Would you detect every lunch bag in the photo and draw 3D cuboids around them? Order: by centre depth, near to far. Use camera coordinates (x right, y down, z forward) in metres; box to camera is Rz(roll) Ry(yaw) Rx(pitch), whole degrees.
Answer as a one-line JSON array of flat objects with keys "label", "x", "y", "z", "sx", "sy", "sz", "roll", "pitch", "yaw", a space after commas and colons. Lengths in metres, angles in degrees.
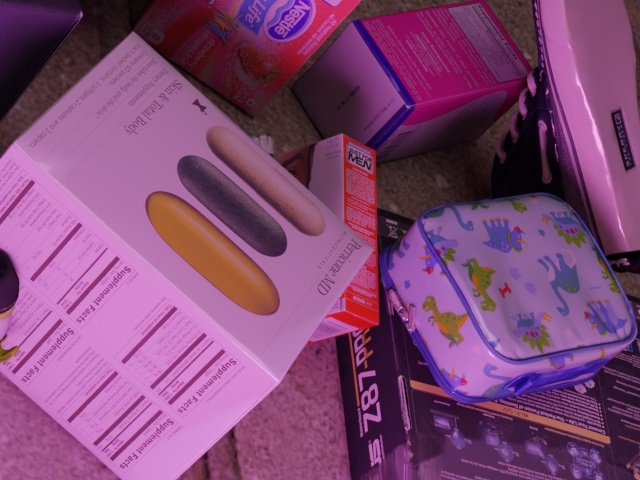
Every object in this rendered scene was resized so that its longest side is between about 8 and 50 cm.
[{"label": "lunch bag", "x": 0.167, "y": 0.053, "z": 1.720, "sx": 0.219, "sy": 0.090, "sz": 0.176, "roll": -8, "pitch": 61, "yaw": -44}]

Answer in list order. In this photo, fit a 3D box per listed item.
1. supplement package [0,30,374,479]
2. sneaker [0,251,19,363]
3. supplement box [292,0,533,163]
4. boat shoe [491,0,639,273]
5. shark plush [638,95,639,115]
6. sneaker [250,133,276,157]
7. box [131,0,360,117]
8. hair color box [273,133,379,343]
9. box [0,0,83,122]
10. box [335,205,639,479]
[{"label": "supplement package", "x": -0.141, "y": 0.020, "z": 1.542, "sx": 0.263, "sy": 0.198, "sz": 0.199, "roll": 42, "pitch": 39, "yaw": -4}, {"label": "sneaker", "x": -0.334, "y": 0.034, "z": 1.456, "sx": 0.235, "sy": 0.097, "sz": 0.084, "roll": 21, "pitch": 31, "yaw": 11}, {"label": "supplement box", "x": 0.099, "y": -0.158, "z": 1.970, "sx": 0.220, "sy": 0.111, "sz": 0.114, "roll": -14, "pitch": 66, "yaw": -47}, {"label": "boat shoe", "x": 0.228, "y": -0.125, "z": 1.940, "sx": 0.127, "sy": 0.158, "sz": 0.340, "roll": -14, "pitch": 93, "yaw": -49}, {"label": "shark plush", "x": 0.348, "y": -0.157, "z": 2.232, "sx": 0.067, "sy": 0.073, "sz": 0.161, "roll": 28, "pitch": 37, "yaw": 28}, {"label": "sneaker", "x": -0.083, "y": -0.043, "z": 1.757, "sx": 0.166, "sy": 0.065, "sz": 0.076, "roll": -23, "pitch": 77, "yaw": -47}, {"label": "box", "x": -0.024, "y": -0.278, "z": 1.816, "sx": 0.154, "sy": 0.300, "sz": 0.142, "roll": 34, "pitch": 41, "yaw": -12}, {"label": "hair color box", "x": 0.000, "y": 0.000, "z": 1.728, "sx": 0.053, "sy": 0.093, "sz": 0.167, "roll": 26, "pitch": 56, "yaw": -46}, {"label": "box", "x": -0.409, "y": -0.269, "z": 1.574, "sx": 0.343, "sy": 0.179, "sz": 0.312, "roll": 2, "pitch": 57, "yaw": -39}, {"label": "box", "x": 0.202, "y": 0.164, "z": 1.799, "sx": 0.395, "sy": 0.097, "sz": 0.318, "roll": 18, "pitch": 45, "yaw": -29}]
